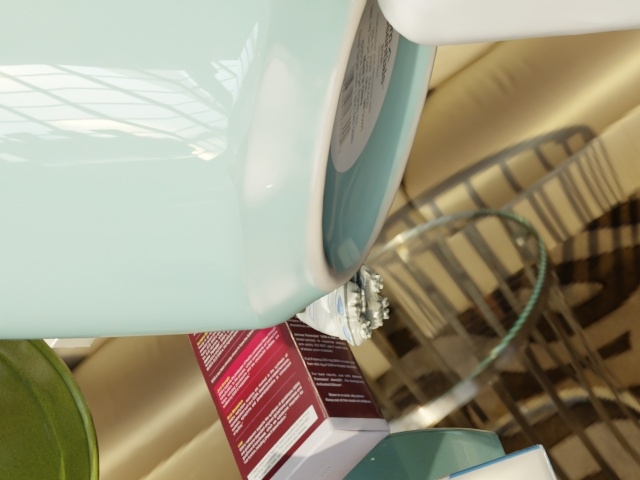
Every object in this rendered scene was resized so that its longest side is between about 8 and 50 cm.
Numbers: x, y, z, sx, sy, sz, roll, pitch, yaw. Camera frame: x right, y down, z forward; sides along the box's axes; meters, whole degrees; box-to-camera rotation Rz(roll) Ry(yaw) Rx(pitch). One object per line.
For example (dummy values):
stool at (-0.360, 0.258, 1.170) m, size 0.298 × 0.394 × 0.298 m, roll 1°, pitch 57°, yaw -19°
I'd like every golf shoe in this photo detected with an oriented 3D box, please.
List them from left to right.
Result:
golf shoe at (0.000, 0.000, 0.836) m, size 0.086 × 0.176 × 0.069 m, roll 7°, pitch 22°, yaw 32°

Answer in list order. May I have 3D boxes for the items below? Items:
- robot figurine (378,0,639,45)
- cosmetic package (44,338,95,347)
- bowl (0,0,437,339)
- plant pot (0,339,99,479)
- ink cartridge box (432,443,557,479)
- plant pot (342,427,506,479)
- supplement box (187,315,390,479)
robot figurine at (0.070, -0.198, 0.277) m, size 0.353 × 0.300 × 0.200 m, roll -12°, pitch 32°, yaw -10°
cosmetic package at (-0.184, 0.032, 0.841) m, size 0.115 × 0.041 × 0.060 m, roll -51°, pitch -18°, yaw 8°
bowl at (-0.045, -0.082, 0.465) m, size 0.163 × 0.312 × 0.312 m, roll 17°, pitch 48°, yaw 14°
plant pot at (-0.455, 0.261, 1.005) m, size 0.366 × 0.367 × 0.353 m, roll -33°, pitch -1°, yaw 12°
ink cartridge box at (0.137, 0.268, 0.846) m, size 0.148 × 0.203 × 0.086 m, roll -21°, pitch 49°, yaw 3°
plant pot at (0.101, 0.306, 1.168) m, size 0.234 × 0.166 × 0.165 m, roll -11°, pitch -24°, yaw -25°
supplement box at (-0.042, 0.114, 0.953) m, size 0.130 × 0.073 × 0.239 m, roll -51°, pitch 49°, yaw 31°
